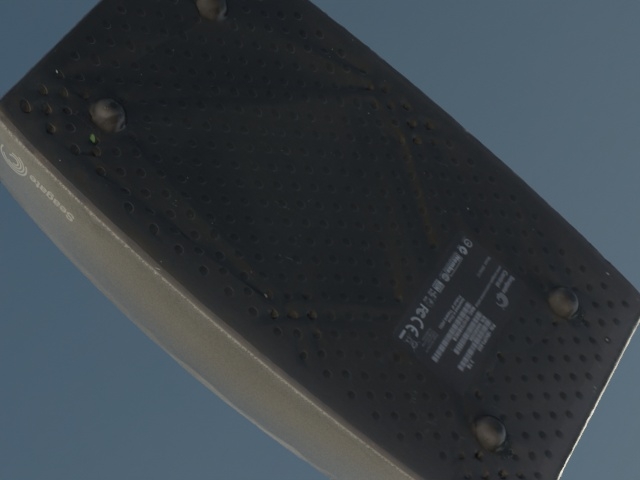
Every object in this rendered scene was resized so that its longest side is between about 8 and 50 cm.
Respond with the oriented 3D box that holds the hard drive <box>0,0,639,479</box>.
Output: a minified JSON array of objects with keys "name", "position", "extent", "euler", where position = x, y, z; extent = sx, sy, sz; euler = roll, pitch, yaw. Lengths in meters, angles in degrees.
[{"name":"hard drive","position":[0.000,0.000,0.771],"extent":[0.255,0.172,0.054],"euler":[40,-44,-4]}]
